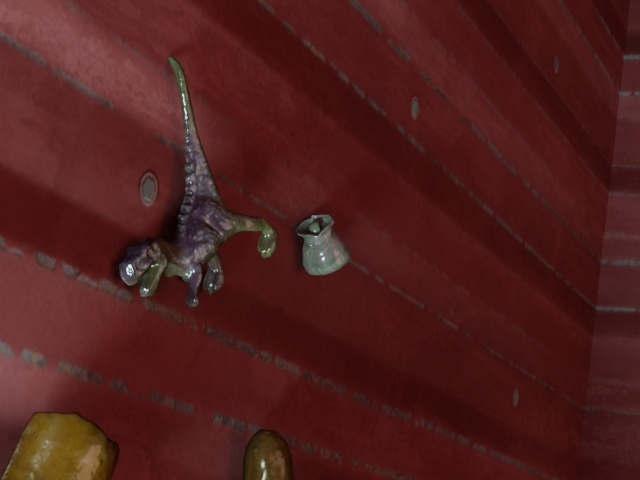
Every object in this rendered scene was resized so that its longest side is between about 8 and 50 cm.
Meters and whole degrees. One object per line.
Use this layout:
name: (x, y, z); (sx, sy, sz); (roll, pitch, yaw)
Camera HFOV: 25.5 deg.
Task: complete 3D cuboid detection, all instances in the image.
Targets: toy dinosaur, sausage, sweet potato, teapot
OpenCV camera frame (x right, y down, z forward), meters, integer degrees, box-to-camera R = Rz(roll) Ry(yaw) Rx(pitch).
toy dinosaur: (-0.128, -0.038, 1.520); (0.200, 0.072, 0.251); (41, 66, -46)
sausage: (-0.263, 0.279, 1.233); (0.109, 0.109, 0.270); (64, 37, -45)
sweet potato: (-0.036, 0.390, 1.712); (0.106, 0.095, 0.354); (-124, -158, -58)
teapot: (0.000, 0.000, 1.806); (0.083, 0.064, 0.064); (-108, 177, -63)
